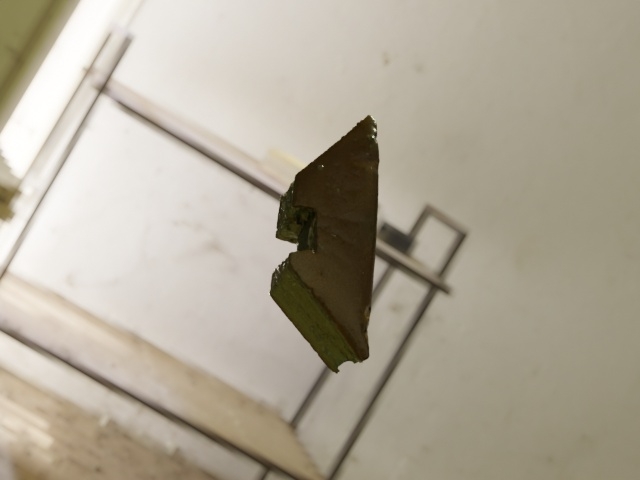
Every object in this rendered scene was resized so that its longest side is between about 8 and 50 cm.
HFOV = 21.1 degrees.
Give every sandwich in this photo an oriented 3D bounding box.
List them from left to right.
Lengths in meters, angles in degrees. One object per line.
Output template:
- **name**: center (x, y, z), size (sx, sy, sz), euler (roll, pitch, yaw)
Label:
- **sandwich**: center (0.000, 0.000, 1.638), size (0.088, 0.244, 0.090), euler (8, -17, -18)
